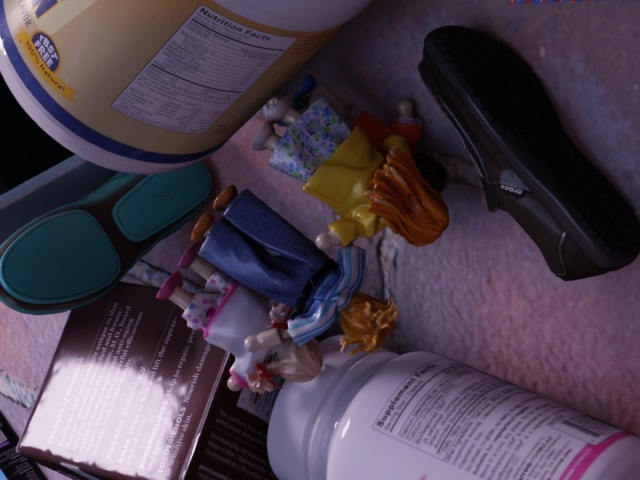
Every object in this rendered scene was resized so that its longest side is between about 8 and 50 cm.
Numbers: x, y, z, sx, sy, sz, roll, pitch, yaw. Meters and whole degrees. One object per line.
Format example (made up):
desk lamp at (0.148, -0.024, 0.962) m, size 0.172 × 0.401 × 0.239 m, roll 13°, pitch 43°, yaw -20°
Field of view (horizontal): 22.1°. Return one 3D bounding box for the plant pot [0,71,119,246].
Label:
plant pot at (-0.328, -0.071, 1.493) m, size 0.248 × 0.247 × 0.252 m, roll 48°, pitch 149°, yaw 17°

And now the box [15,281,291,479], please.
box at (-0.110, 0.145, 1.384) m, size 0.203 × 0.168 × 0.167 m, roll 6°, pitch 70°, yaw 41°

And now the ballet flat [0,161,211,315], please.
ballet flat at (-0.195, 0.002, 1.391) m, size 0.087 × 0.247 × 0.083 m, roll -26°, pitch 98°, yaw 49°

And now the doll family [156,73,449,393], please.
doll family at (0.000, 0.000, 1.220) m, size 0.163 × 0.118 × 0.263 m, roll 34°, pitch 87°, yaw 3°

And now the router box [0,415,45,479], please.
router box at (-0.379, 0.276, 1.817) m, size 0.133 × 0.046 × 0.179 m, roll 52°, pitch 134°, yaw 13°

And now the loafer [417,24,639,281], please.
loafer at (0.135, -0.056, 1.177) m, size 0.220 × 0.080 × 0.078 m, roll 55°, pitch 134°, yaw 10°

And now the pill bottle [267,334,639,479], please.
pill bottle at (0.107, 0.179, 1.247) m, size 0.283 × 0.160 × 0.160 m, roll 21°, pitch 121°, yaw 36°

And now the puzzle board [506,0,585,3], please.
puzzle board at (0.175, -0.212, 1.125) m, size 0.128 × 0.011 × 0.096 m, roll 5°, pitch 111°, yaw 41°

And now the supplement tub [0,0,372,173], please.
supplement tub at (-0.085, -0.215, 1.209) m, size 0.316 × 0.228 × 0.228 m, roll -40°, pitch 79°, yaw 44°
